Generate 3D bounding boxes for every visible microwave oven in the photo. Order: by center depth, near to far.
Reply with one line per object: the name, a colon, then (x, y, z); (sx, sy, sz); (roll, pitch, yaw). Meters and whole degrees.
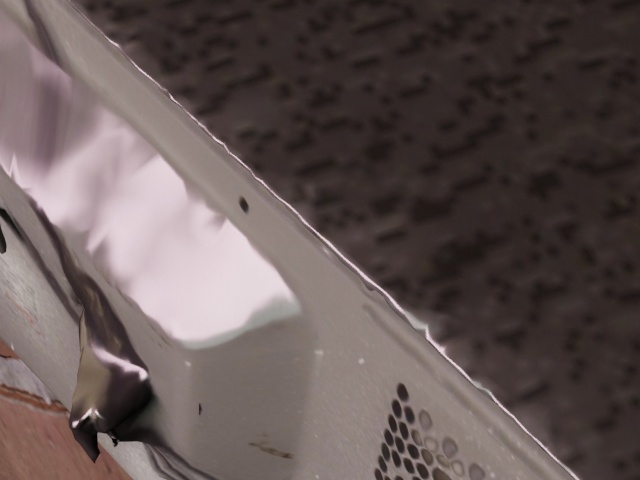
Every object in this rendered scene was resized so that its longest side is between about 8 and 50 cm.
microwave oven: (0.042, -0.065, 0.582); (0.432, 0.374, 0.236); (43, 154, 20)
